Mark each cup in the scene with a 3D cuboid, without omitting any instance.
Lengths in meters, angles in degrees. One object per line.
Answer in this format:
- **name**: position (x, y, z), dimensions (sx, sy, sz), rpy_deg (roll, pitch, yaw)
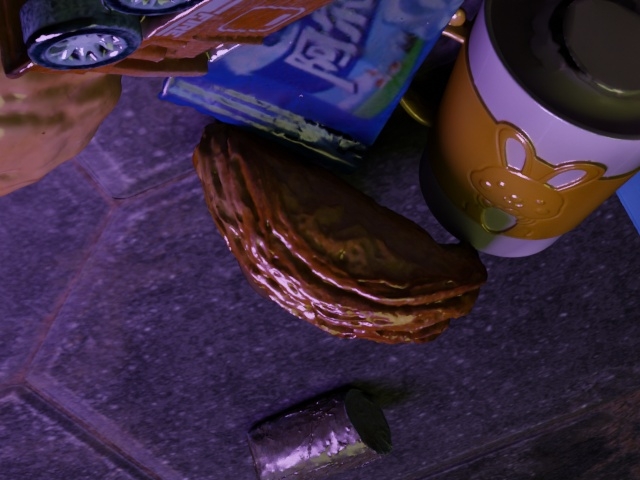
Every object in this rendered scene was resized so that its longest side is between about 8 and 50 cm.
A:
- **cup**: position (0.158, -0.113, 0.949), dimensions (0.241, 0.185, 0.226), rpy_deg (24, 146, -1)

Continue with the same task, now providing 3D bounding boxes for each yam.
- **yam**: position (-0.011, 0.254, 1.461), dimensions (0.183, 0.107, 0.107), rpy_deg (-23, 148, 10)

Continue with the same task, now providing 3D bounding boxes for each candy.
- **candy**: position (0.025, -0.187, 0.814), dimensions (0.187, 0.077, 0.331), rpy_deg (19, 132, -23)

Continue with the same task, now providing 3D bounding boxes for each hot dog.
- **hot dog**: position (0.000, 0.004, 0.956), dimensions (0.259, 0.175, 0.114), rpy_deg (27, 101, -4)

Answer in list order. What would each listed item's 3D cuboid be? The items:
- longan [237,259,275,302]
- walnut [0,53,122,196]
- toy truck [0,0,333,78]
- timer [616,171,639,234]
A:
- **longan**: position (-0.026, 0.010, 1.088), dimensions (0.113, 0.092, 0.113), rpy_deg (5, 142, 4)
- **walnut**: position (-0.229, -0.128, 0.656), dimensions (0.257, 0.224, 0.257), rpy_deg (-17, 136, -17)
- **toy truck**: position (-0.013, -0.174, 0.516), dimensions (0.305, 0.136, 0.162), rpy_deg (-19, 167, 40)
- **timer**: position (0.378, -0.071, 1.020), dimensions (0.091, 0.250, 0.232), rpy_deg (7, 140, -33)
